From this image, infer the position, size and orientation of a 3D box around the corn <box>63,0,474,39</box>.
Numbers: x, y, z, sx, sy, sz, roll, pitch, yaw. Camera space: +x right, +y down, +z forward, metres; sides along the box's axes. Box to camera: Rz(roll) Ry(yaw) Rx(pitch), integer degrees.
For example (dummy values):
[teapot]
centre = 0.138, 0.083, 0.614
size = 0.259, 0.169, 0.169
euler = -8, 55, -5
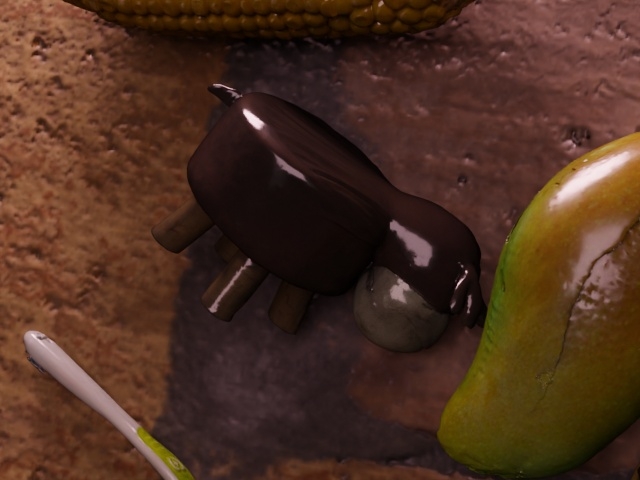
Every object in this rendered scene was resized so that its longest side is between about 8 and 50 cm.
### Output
[corn]
centre = -0.047, -0.185, 0.946
size = 0.321, 0.119, 0.119
euler = 9, 77, 20

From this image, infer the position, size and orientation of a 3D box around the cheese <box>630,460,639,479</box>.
[cheese]
centre = 0.188, 0.190, 0.801
size = 0.086, 0.036, 0.162
euler = 23, 82, 19

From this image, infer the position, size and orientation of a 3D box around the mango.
[mango]
centre = 0.149, 0.033, 0.816
size = 0.125, 0.111, 0.233
euler = 42, 91, -3

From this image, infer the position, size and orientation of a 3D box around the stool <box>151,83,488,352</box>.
[stool]
centre = 0.000, 0.000, 0.879
size = 0.217, 0.125, 0.121
euler = 37, 105, 5

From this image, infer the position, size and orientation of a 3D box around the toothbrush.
[toothbrush]
centre = -0.100, 0.142, 0.913
size = 0.263, 0.022, 0.026
euler = 39, 102, 23
